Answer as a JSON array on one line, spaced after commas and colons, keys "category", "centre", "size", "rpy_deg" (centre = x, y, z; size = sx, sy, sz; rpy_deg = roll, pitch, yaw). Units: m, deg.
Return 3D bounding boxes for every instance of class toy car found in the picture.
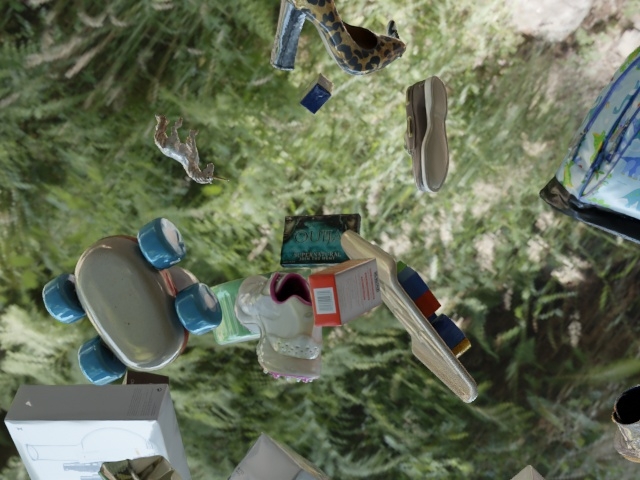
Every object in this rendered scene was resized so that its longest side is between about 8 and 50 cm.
[{"category": "toy car", "centre": [-0.262, 0.081, 1.201], "size": [0.210, 0.219, 0.238], "rpy_deg": [61, -166, -2]}]

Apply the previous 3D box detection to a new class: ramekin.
[{"category": "ramekin", "centre": [-0.156, 0.179, 2.018], "size": [0.303, 0.303, 0.148], "rpy_deg": [43, -147, -81]}]

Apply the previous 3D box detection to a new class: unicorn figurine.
[{"category": "unicorn figurine", "centre": [-0.261, -0.174, 1.483], "size": [0.162, 0.060, 0.111], "rpy_deg": [19, -126, -34]}]

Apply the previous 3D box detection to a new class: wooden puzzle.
[{"category": "wooden puzzle", "centre": [0.193, 0.138, 1.591], "size": [0.348, 0.080, 0.322], "rpy_deg": [56, 174, -19]}]

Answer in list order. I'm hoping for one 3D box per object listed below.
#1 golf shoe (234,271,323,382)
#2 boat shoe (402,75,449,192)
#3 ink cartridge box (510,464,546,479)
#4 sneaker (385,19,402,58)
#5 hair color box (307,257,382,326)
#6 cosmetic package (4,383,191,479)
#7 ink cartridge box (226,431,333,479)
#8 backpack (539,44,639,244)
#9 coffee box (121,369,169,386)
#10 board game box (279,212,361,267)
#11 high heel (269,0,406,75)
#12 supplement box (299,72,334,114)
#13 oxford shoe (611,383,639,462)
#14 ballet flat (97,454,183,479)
[{"category": "golf shoe", "centre": [-0.057, 0.101, 1.200], "size": [0.115, 0.140, 0.306], "rpy_deg": [7, -164, -22]}, {"category": "boat shoe", "centre": [0.271, -0.273, 2.004], "size": [0.096, 0.324, 0.116], "rpy_deg": [-10, 161, 38]}, {"category": "ink cartridge box", "centre": [0.231, 0.333, 0.729], "size": [0.198, 0.115, 0.067], "rpy_deg": [46, -168, 2]}, {"category": "sneaker", "centre": [0.163, -0.432, 1.636], "size": [0.037, 0.083, 0.032], "rpy_deg": [13, -153, 37]}, {"category": "hair color box", "centre": [0.037, 0.070, 1.061], "size": [0.043, 0.072, 0.141], "rpy_deg": [-6, -175, 28]}, {"category": "cosmetic package", "centre": [-0.416, 0.440, 1.495], "size": [0.284, 0.377, 0.097], "rpy_deg": [0, -142, 5]}, {"category": "ink cartridge box", "centre": [-0.058, 0.450, 1.351], "size": [0.128, 0.127, 0.176], "rpy_deg": [28, 168, 47]}, {"category": "backpack", "centre": [0.581, -0.167, 1.277], "size": [0.290, 0.356, 0.273], "rpy_deg": [21, -166, -4]}, {"category": "coffee box", "centre": [-0.414, 0.427, 1.673], "size": [0.098, 0.247, 0.141], "rpy_deg": [15, -152, -21]}, {"category": "board game box", "centre": [0.000, 0.000, 1.784], "size": [0.186, 0.126, 0.026], "rpy_deg": [-2, 160, 18]}, {"category": "high heel", "centre": [0.052, -0.364, 1.219], "size": [0.261, 0.186, 0.093], "rpy_deg": [-9, -135, -29]}, {"category": "supplement box", "centre": [-0.009, -0.427, 2.212], "size": [0.056, 0.083, 0.083], "rpy_deg": [37, -148, -17]}, {"category": "oxford shoe", "centre": [0.635, 0.344, 1.501], "size": [0.132, 0.130, 0.364], "rpy_deg": [15, 151, 7]}, {"category": "ballet flat", "centre": [-0.214, 0.320, 0.968], "size": [0.077, 0.079, 0.221], "rpy_deg": [50, 162, -28]}]
